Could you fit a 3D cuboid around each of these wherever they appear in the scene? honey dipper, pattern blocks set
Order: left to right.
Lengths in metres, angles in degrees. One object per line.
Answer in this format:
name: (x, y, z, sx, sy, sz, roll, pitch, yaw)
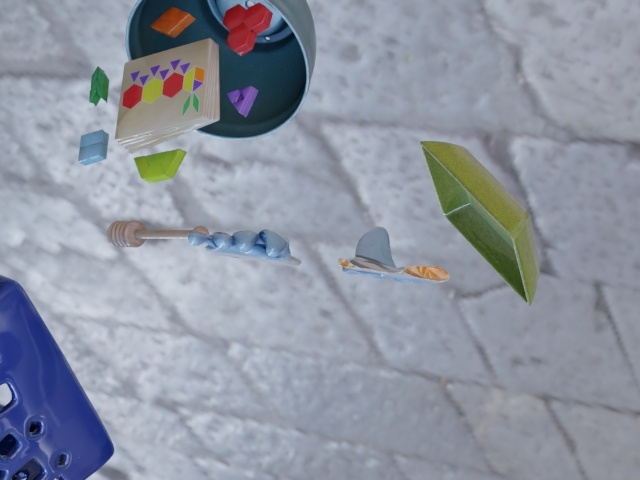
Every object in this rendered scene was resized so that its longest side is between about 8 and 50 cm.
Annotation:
honey dipper: (-0.173, -0.008, 1.469, 0.161, 0.030, 0.030, -1, 145, 49)
pattern blocks set: (-0.222, -0.218, 2.034, 0.325, 0.285, 0.026, -2, 159, 34)

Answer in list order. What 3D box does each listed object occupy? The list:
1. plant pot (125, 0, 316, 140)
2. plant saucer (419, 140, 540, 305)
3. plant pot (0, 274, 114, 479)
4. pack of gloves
plant pot: (-0.130, -0.331, 2.137, 0.293, 0.196, 0.293, 11, 132, 12)
plant saucer: (0.211, -0.032, 1.717, 0.188, 0.045, 0.188, 49, 172, 31)
plant pot: (-0.379, 0.170, 1.329, 0.236, 0.212, 0.236, 10, 133, 42)
pack of gloves: (0.000, 0.000, 1.091, 0.195, 0.046, 0.232, 9, 177, 1)
